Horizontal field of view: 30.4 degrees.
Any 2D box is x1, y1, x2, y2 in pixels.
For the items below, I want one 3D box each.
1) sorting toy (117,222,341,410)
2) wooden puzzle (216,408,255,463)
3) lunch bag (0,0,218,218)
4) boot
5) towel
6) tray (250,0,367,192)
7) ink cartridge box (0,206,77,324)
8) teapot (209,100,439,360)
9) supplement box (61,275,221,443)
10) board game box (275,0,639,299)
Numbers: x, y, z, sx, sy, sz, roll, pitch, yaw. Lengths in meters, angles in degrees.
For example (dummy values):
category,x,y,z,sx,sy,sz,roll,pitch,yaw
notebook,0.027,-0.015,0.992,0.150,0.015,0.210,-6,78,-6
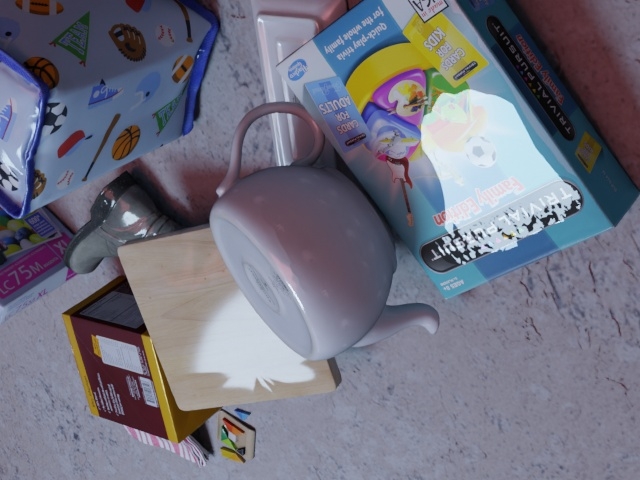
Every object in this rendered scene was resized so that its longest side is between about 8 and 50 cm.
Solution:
category,x,y,z,sx,sy,sz,roll,pitch,yaw
sorting toy,-0.112,0.089,1.611,0.257,0.089,0.256,-11,107,27
wooden puzzle,-0.136,0.310,1.858,0.078,0.014,0.116,20,127,30
lunch bag,-0.379,-0.262,1.472,0.385,0.328,0.239,36,128,19
boot,-0.285,0.021,1.758,0.161,0.083,0.246,43,138,2
towel,-0.286,0.307,1.928,0.197,0.029,0.144,10,150,37
tray,-0.019,-0.173,1.438,0.145,0.030,0.270,12,123,34
ink cartridge box,-0.538,-0.027,1.863,0.311,0.186,0.065,41,138,13
teapot,0.000,0.000,1.390,0.252,0.187,0.256,41,159,37
supplement box,-0.264,0.179,1.800,0.194,0.129,0.191,10,123,36
board game box,0.141,-0.122,1.275,0.253,0.079,0.336,-29,101,47
